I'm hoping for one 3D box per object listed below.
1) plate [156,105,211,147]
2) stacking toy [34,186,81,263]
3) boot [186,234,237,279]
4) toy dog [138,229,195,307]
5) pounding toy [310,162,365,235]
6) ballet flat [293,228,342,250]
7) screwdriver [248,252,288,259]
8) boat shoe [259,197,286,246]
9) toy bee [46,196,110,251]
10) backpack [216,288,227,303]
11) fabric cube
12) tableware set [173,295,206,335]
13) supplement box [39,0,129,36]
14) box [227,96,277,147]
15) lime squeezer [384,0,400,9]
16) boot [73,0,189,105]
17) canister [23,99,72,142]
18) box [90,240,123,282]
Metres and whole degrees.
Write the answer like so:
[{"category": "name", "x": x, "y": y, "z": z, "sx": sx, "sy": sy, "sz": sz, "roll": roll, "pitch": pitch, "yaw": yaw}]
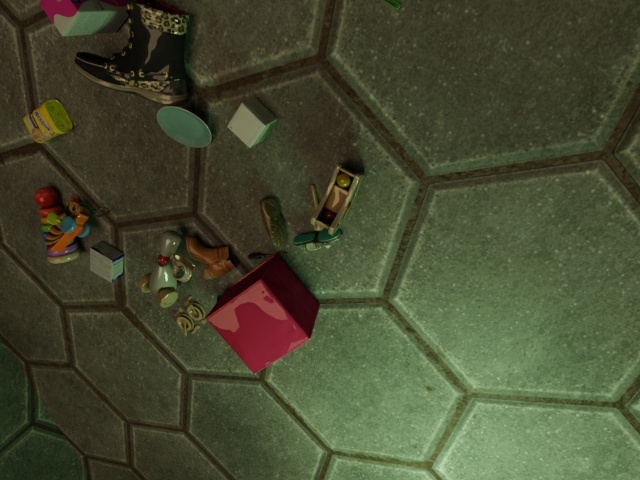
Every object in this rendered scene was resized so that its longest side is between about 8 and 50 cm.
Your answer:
[{"category": "plate", "x": -0.447, "y": -0.380, "z": 1.518, "sx": 0.188, "sy": 0.024, "sz": 0.188, "roll": 14, "pitch": 153, "yaw": 7}, {"category": "stacking toy", "x": -1.171, "y": -0.072, "z": 2.016, "sx": 0.141, "sy": 0.141, "sz": 0.330, "roll": 2, "pitch": 111, "yaw": 25}, {"category": "boot", "x": -0.413, "y": 0.046, "z": 1.753, "sx": 0.152, "sy": 0.073, "sz": 0.197, "roll": -22, "pitch": 104, "yaw": 25}, {"category": "toy dog", "x": -0.590, "y": 0.111, "z": 1.828, "sx": 0.333, "sy": 0.161, "sz": 0.220, "roll": -43, "pitch": 78, "yaw": 32}, {"category": "pounding toy", "x": 0.014, "y": -0.123, "z": 1.396, "sx": 0.154, "sy": 0.154, "sz": 0.270, "roll": 29, "pitch": 124, "yaw": 9}, {"category": "ballet flat", "x": 0.000, "y": 0.000, "z": 1.535, "sx": 0.188, "sy": 0.070, "sz": 0.070, "roll": -7, "pitch": 113, "yaw": 30}, {"category": "screwdriver", "x": -0.189, "y": 0.056, "z": 1.677, "sx": 0.169, "sy": 0.024, "sz": 0.025, "roll": -2, "pitch": 145, "yaw": 19}, {"category": "boat shoe", "x": -0.166, "y": -0.065, "z": 1.578, "sx": 0.060, "sy": 0.064, "sz": 0.178, "roll": 16, "pitch": 126, "yaw": 54}, {"category": "toy bee", "x": -1.033, "y": -0.092, "z": 1.933, "sx": 0.162, "sy": 0.298, "sz": 0.195, "roll": 57, "pitch": 167, "yaw": 22}, {"category": "backpack", "x": -0.359, "y": 0.247, "z": 1.817, "sx": 0.105, "sy": 0.084, "sz": 0.114, "roll": 19, "pitch": 126, "yaw": 17}, {"category": "fabric cube", "x": -0.190, "y": 0.246, "z": 1.593, "sx": 0.254, "sy": 0.259, "sz": 0.258, "roll": -36, "pitch": 101, "yaw": 17}, {"category": "tableware set", "x": -0.571, "y": 0.339, "z": 1.997, "sx": 0.128, "sy": 0.039, "sz": 0.194, "roll": 46, "pitch": 126, "yaw": -3}, {"category": "supplement box", "x": -0.700, "y": -0.702, "z": 1.382, "sx": 0.114, "sy": 0.220, "sz": 0.111, "roll": -27, "pitch": 103, "yaw": 34}, {"category": "box", "x": -0.210, "y": -0.364, "z": 1.412, "sx": 0.102, "sy": 0.087, "sz": 0.101, "roll": 44, "pitch": 126, "yaw": -2}, {"category": "lime squeezer", "x": 0.058, "y": -0.661, "z": 1.123, "sx": 0.310, "sy": 0.110, "sz": 0.059, "roll": 18, "pitch": 110, "yaw": -20}, {"category": "boot", "x": -0.578, "y": -0.603, "z": 1.418, "sx": 0.377, "sy": 0.138, "sz": 0.284, "roll": 21, "pitch": 124, "yaw": 4}, {"category": "canister", "x": -1.061, "y": -0.458, "z": 1.778, "sx": 0.169, "sy": 0.073, "sz": 0.126, "roll": -11, "pitch": 111, "yaw": 31}, {"category": "box", "x": -0.943, "y": 0.094, "z": 2.021, "sx": 0.126, "sy": 0.072, "sz": 0.137, "roll": 27, "pitch": 125, "yaw": 10}]
